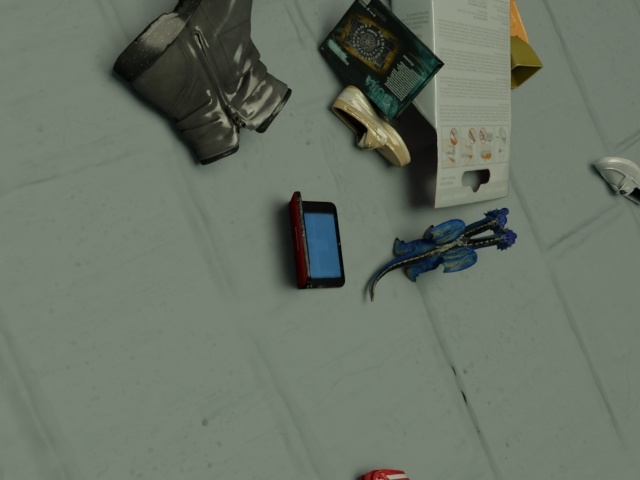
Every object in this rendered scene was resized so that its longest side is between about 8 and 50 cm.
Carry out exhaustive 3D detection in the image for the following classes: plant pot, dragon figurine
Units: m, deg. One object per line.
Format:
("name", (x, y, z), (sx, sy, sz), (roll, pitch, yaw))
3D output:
("plant pot", (0.376, -0.360, 1.639), (0.081, 0.081, 0.083), (-6, 69, -35))
("dragon figurine", (0.207, 0.014, 1.390), (0.289, 0.144, 0.085), (-19, 90, -36))

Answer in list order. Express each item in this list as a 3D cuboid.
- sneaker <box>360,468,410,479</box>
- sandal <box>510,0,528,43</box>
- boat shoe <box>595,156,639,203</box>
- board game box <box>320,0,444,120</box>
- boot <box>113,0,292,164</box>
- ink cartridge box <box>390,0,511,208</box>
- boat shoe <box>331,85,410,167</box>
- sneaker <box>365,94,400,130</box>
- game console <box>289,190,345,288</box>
("sneaker", (0.072, 0.432, 1.250), (0.221, 0.087, 0.128), (-30, 88, -48))
("sandal", (0.379, -0.506, 1.673), (0.102, 0.076, 0.265), (-32, 97, -36))
("boat shoe", (0.664, -0.126, 1.792), (0.184, 0.066, 0.063), (25, 65, -38))
("board game box", (0.099, -0.309, 1.369), (0.186, 0.126, 0.026), (49, 25, 14))
("boot", (-0.117, -0.292, 1.215), (0.338, 0.118, 0.222), (-45, 109, 4))
("ink cartridge box", (0.246, -0.262, 1.493), (0.308, 0.091, 0.385), (-11, 102, -53))
("boat shoe", (0.083, -0.183, 1.408), (0.170, 0.063, 0.059), (48, 70, -8))
("sneaker", (0.119, -0.272, 1.440), (0.065, 0.076, 0.167), (-3, 81, -34))
("game console", (0.000, 0.000, 1.292), (0.085, 0.124, 0.144), (-6, 81, -8))
